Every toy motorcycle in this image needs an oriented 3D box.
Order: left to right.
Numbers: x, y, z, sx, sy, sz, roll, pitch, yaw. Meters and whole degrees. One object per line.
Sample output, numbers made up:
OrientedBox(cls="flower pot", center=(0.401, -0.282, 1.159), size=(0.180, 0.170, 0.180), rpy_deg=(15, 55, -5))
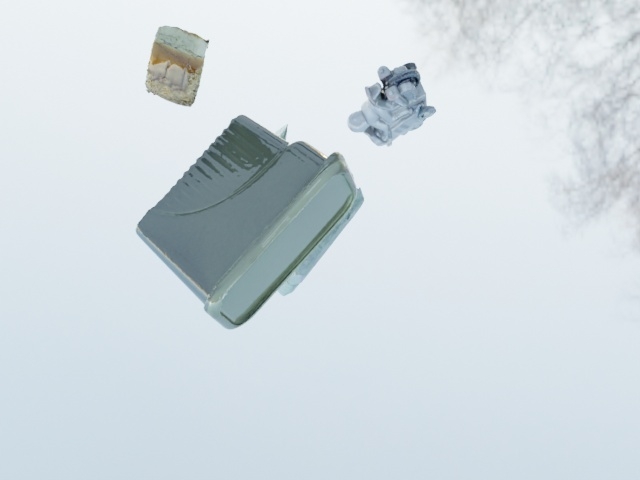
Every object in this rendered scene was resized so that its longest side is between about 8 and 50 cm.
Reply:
OrientedBox(cls="toy motorcycle", center=(0.133, -0.257, 2.061), size=(0.171, 0.260, 0.110), rpy_deg=(-24, -107, 3))

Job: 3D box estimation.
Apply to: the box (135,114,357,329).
OrientedBox(cls="box", center=(-0.101, -0.039, 1.411), size=(0.178, 0.138, 0.274), rpy_deg=(38, -99, 22))

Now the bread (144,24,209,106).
OrientedBox(cls="bread", center=(-0.185, -0.222, 1.334), size=(0.070, 0.083, 0.076), rpy_deg=(13, -137, -8))

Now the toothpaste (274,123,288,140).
OrientedBox(cls="toothpaste", center=(-0.094, -0.102, 1.858), size=(0.041, 0.064, 0.218), rpy_deg=(19, -105, -18))

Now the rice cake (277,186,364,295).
OrientedBox(cls="rice cake", center=(0.000, 0.000, 1.807), size=(0.040, 0.085, 0.226), rpy_deg=(40, -123, 0))
